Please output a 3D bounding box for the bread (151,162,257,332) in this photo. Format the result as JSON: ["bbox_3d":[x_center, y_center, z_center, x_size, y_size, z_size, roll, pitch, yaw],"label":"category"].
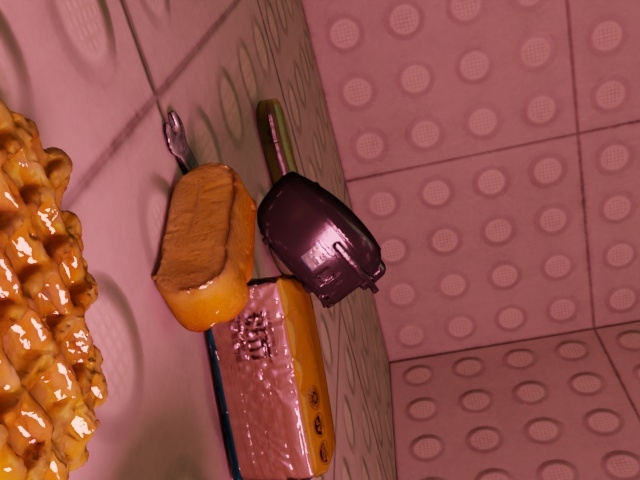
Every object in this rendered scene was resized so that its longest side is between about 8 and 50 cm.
[{"bbox_3d":[-0.136,0.004,0.898,0.246,0.101,0.094,-94,166,-49],"label":"bread"}]

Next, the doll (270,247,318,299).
[{"bbox_3d":[-0.031,0.029,1.475,0.234,0.143,0.135,70,36,-52],"label":"doll"}]

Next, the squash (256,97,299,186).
[{"bbox_3d":[-0.090,-0.193,1.562,0.066,0.066,0.229,-72,150,-73],"label":"squash"}]

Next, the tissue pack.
[{"bbox_3d":[-0.065,0.183,1.013,0.192,0.133,0.271,-8,87,-82],"label":"tissue pack"}]

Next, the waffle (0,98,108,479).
[{"bbox_3d":[-0.219,0.033,0.453,0.307,0.060,0.312,29,49,-78],"label":"waffle"}]

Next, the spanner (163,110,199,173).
[{"bbox_3d":[-0.166,-0.064,1.060,0.302,0.017,0.071,70,13,-46],"label":"spanner"}]

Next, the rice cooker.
[{"bbox_3d":[0.001,0.000,0.988,0.203,0.118,0.142,48,2,-12],"label":"rice cooker"}]
